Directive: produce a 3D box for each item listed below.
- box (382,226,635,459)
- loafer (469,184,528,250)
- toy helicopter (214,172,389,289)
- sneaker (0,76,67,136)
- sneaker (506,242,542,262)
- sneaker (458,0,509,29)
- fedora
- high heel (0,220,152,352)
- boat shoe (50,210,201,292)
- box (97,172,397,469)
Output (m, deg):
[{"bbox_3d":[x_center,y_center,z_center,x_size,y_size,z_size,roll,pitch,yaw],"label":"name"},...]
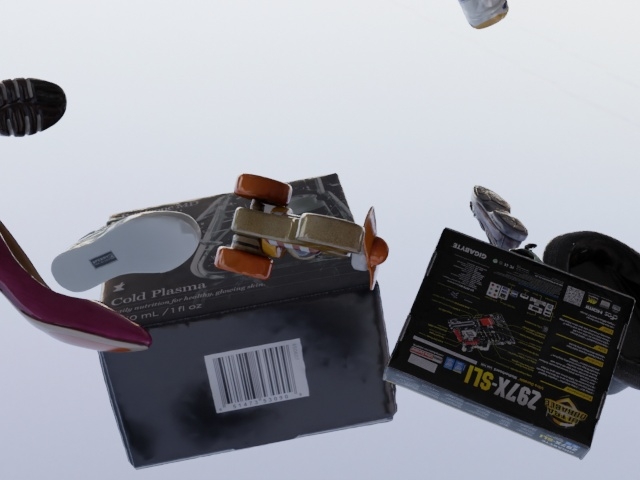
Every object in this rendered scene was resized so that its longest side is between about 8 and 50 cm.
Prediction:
[{"bbox_3d":[0.290,0.152,1.592,0.321,0.079,0.257,21,-113,8],"label":"box"},{"bbox_3d":[0.422,-0.047,2.572,0.109,0.095,0.302,20,-160,-16],"label":"loafer"},{"bbox_3d":[0.000,0.000,1.379,0.234,0.140,0.355,16,177,-11],"label":"toy helicopter"},{"bbox_3d":[-0.588,-0.240,1.766,0.281,0.107,0.162,-17,-143,-33],"label":"sneaker"},{"bbox_3d":[0.356,0.060,2.019,0.151,0.094,0.256,44,157,-30],"label":"sneaker"},{"bbox_3d":[0.288,-0.548,2.060,0.131,0.111,0.296,53,-169,-42],"label":"sneaker"},{"bbox_3d":[0.493,0.147,1.821,0.334,0.152,0.334,15,-133,-16],"label":"fedora"},{"bbox_3d":[-0.416,0.047,1.582,0.377,0.127,0.181,17,-108,2],"label":"high heel"},{"bbox_3d":[-0.235,0.001,1.283,0.219,0.078,0.070,-15,-155,27],"label":"boat shoe"},{"bbox_3d":[-0.144,0.129,1.938,0.479,0.298,0.472,-11,-154,-3],"label":"box"}]
